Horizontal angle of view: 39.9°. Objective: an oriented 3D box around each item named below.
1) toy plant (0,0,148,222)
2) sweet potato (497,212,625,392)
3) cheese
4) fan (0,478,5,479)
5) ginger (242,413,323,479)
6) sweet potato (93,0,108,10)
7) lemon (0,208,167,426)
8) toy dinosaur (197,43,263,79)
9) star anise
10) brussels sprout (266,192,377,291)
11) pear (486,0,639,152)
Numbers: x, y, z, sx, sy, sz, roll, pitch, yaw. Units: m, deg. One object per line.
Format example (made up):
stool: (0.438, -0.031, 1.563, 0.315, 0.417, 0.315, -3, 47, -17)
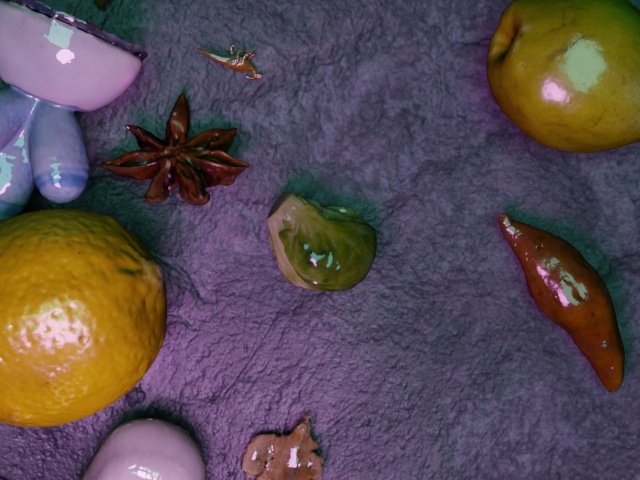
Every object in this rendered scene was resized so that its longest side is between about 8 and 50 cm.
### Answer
toy plant: (-0.424, -0.176, 1.295, 0.247, 0.247, 0.332, 23, 95, -7)
sweet potato: (0.414, 0.090, 1.451, 0.112, 0.112, 0.359, -40, 94, -2)
cheese: (-0.269, 0.372, 1.373, 0.198, 0.154, 0.189, 23, 111, -10)
fan: (-0.501, 0.410, 1.422, 0.282, 0.023, 0.057, 20, 90, -5)
ginger: (-0.056, 0.401, 1.446, 0.133, 0.059, 0.214, -9, 93, -1)
sweet potato: (-0.282, -0.441, 1.368, 0.202, 0.055, 0.058, -45, 60, 1)
lemon: (-0.387, 0.112, 1.274, 0.336, 0.336, 0.336, 0, 94, -6)
toy dinosaur: (-0.139, -0.293, 1.405, 0.113, 0.026, 0.041, 25, 108, -16)
star anise: (-0.215, -0.125, 1.370, 0.212, 0.111, 0.196, 17, 71, 23)
brussels sprout: (-0.002, 0.008, 1.388, 0.183, 0.131, 0.145, 15, 87, -11)
pear: (0.409, -0.260, 1.359, 0.307, 0.253, 0.252, 11, 93, -22)
